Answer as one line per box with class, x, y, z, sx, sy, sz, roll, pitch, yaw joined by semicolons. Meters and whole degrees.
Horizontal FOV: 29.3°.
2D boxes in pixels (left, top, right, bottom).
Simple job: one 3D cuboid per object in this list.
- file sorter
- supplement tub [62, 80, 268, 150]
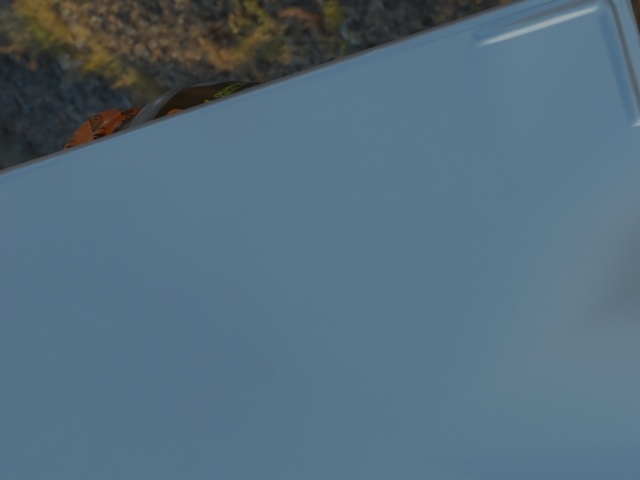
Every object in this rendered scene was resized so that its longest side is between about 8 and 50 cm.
file sorter;-0.012;0.036;0.461;0.173;0.277;0.193;-76;-32;-77
supplement tub;0.000;0.000;0.751;0.316;0.193;0.193;6;135;28
